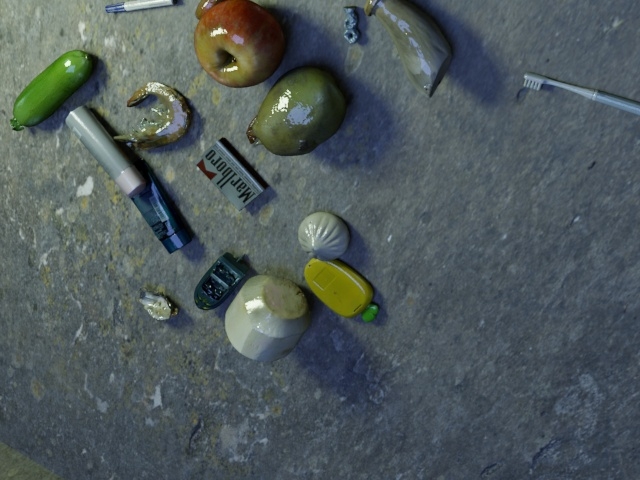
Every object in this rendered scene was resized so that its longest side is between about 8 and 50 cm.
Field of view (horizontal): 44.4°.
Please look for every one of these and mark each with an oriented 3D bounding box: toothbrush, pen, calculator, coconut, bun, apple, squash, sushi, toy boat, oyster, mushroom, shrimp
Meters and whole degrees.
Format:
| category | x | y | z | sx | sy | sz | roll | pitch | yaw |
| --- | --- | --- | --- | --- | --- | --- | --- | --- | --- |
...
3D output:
| category | x | y | z | sx | sy | sz | roll | pitch | yaw |
| --- | --- | --- | --- | --- | --- | --- | --- | --- | --- |
| toothbrush | 0.581 | -0.285 | 1.599 | 0.342 | 0.025 | 0.030 | 19 | 133 | 14 |
| pen | -0.436 | -0.572 | 1.898 | 0.204 | 0.025 | 0.025 | 1 | 120 | 26 |
| calculator | 0.058 | 0.134 | 2.103 | 0.235 | 0.032 | 0.146 | 40 | 128 | 0 |
| coconut | -0.146 | 0.214 | 2.140 | 0.241 | 0.241 | 0.241 | 12 | 124 | 18 |
| bun | 0.000 | 0.000 | 2.010 | 0.138 | 0.094 | 0.138 | 14 | 126 | 21 |
| apple | -0.183 | -0.445 | 1.773 | 0.210 | 0.164 | 0.209 | 15 | 138 | 14 |
| squash | -0.733 | -0.395 | 2.102 | 0.379 | 0.101 | 0.101 | -27 | 106 | 37 |
| sushi | -0.145 | -0.283 | 1.924 | 0.047 | 0.050 | 0.099 | 40 | 119 | 2 |
| toy boat | -0.296 | 0.129 | 2.225 | 0.093 | 0.103 | 0.246 | 40 | 131 | -4 |
| oyster | -0.489 | 0.193 | 2.384 | 0.148 | 0.051 | 0.103 | 36 | 133 | 20 |
| mushroom | 0.196 | -0.427 | 1.649 | 0.108 | 0.096 | 0.247 | -31 | 99 | 36 |
| shrimp | -0.446 | -0.322 | 2.043 | 0.253 | 0.058 | 0.173 | -4 | 111 | 27 |

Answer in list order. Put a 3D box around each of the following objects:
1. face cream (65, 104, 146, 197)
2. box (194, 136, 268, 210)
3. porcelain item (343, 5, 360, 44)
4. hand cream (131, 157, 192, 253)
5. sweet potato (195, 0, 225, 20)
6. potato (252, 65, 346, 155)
| category | x | y | z | sx | sy | sz | roll | pitch | yaw |
| --- | --- | --- | --- | --- | --- | --- | --- | --- | --- |
| face cream | -0.576 | -0.236 | 2.117 | 0.269 | 0.073 | 0.107 | 52 | 168 | -1 |
| box | -0.233 | -0.171 | 2.047 | 0.177 | 0.036 | 0.115 | 47 | 128 | -8 |
| porcelain item | 0.066 | -0.472 | 1.721 | 0.036 | 0.028 | 0.083 | 4 | 122 | 20 |
| hand cream | -0.465 | -0.092 | 2.196 | 0.120 | 0.061 | 0.270 | -26 | 101 | 33 |
| sweet potato | -0.221 | -0.577 | 1.781 | 0.050 | 0.050 | 0.214 | 43 | 124 | -5 |
| potato | -0.057 | -0.289 | 1.819 | 0.251 | 0.159 | 0.174 | -36 | 74 | 25 |
